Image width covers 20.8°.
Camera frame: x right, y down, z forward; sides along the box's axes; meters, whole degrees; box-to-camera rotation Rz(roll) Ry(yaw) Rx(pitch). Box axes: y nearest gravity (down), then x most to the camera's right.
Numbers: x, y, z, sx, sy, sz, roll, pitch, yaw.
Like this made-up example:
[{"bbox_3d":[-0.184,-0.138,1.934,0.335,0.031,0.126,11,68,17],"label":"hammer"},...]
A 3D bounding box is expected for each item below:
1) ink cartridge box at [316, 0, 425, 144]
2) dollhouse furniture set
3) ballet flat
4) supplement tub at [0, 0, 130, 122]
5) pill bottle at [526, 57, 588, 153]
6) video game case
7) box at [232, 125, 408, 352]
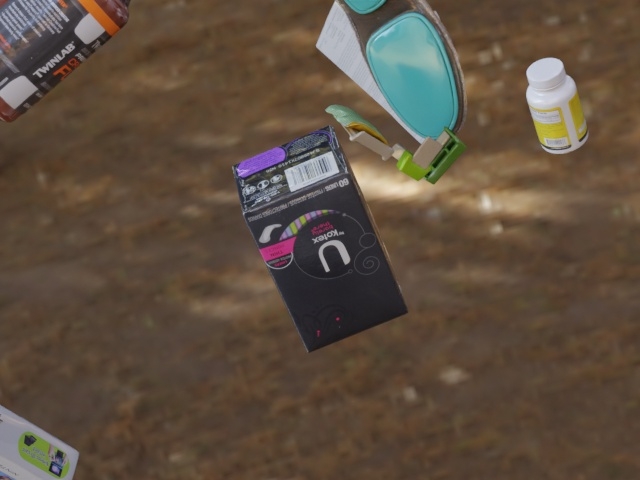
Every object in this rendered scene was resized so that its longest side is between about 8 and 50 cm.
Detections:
[{"bbox_3d":[0.103,-0.231,2.351,0.066,0.232,0.189,-51,-1,-15],"label":"ink cartridge box"},{"bbox_3d":[0.086,-0.117,1.897,0.058,0.152,0.076,-52,36,13],"label":"dollhouse furniture set"},{"bbox_3d":[0.084,-0.264,1.990,0.108,0.316,0.106,-23,15,27],"label":"ballet flat"},{"bbox_3d":[-0.253,-0.209,1.631,0.198,0.106,0.106,-41,18,2],"label":"supplement tub"},{"bbox_3d":[0.299,-0.173,2.226,0.065,0.116,0.065,-13,39,11],"label":"pill bottle"},{"bbox_3d":[-0.474,0.242,2.116,0.270,0.244,0.061,-9,55,36],"label":"video game case"},{"bbox_3d":[0.000,0.000,2.519,0.165,0.270,0.143,-22,33,4],"label":"box"}]
